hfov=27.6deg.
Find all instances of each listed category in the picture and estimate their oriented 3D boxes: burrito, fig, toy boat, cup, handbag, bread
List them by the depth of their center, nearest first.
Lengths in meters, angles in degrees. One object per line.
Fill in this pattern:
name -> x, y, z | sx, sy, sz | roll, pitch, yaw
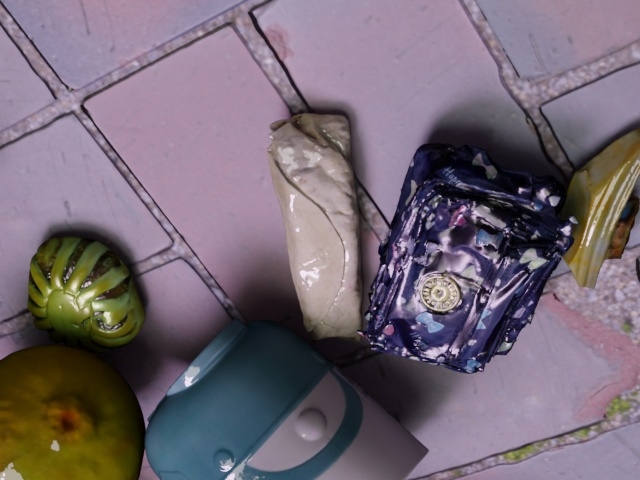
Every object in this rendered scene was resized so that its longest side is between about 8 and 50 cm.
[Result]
toy boat -> 0.268, -0.028, 1.225 | 0.066, 0.065, 0.172 | -1, 129, -15
handbag -> 0.137, 0.026, 1.260 | 0.162, 0.113, 0.260 | 17, 130, -6
burrito -> 0.000, 0.000, 1.303 | 0.082, 0.059, 0.275 | -5, 125, 2
cup -> -0.052, 0.235, 1.382 | 0.257, 0.219, 0.290 | 43, 150, 3
fig -> -0.284, 0.225, 1.390 | 0.207, 0.207, 0.230 | 11, 145, 4
bread -> -0.255, 0.063, 1.398 | 0.130, 0.071, 0.139 | 11, 126, 10
